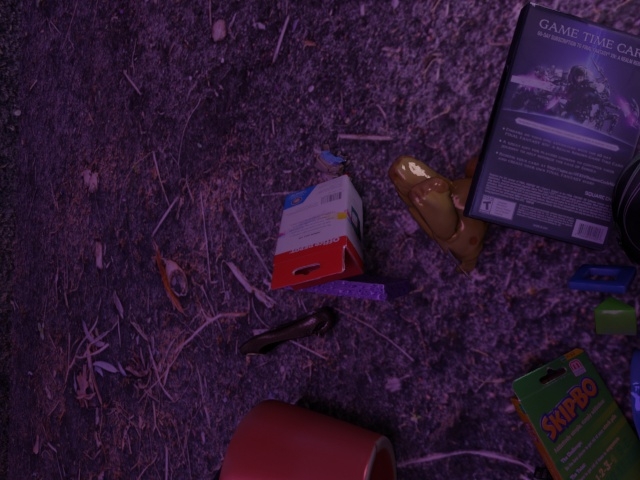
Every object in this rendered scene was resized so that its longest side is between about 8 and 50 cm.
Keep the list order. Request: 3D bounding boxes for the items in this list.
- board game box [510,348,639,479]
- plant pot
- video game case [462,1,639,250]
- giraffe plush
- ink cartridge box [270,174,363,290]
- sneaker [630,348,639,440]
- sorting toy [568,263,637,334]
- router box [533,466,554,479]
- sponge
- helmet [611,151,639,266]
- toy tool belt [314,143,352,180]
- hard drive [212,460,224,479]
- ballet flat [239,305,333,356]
[{"bbox_3d":[0.367,0.289,0.543,0.124,0.039,0.259,-23,78,-9],"label":"board game box"},{"bbox_3d":[-0.005,0.441,0.725,0.244,0.275,0.274,-5,89,24],"label":"plant pot"},{"bbox_3d":[0.316,-0.140,0.526,0.196,0.026,0.273,14,94,-6],"label":"video game case"},{"bbox_3d":[0.230,-0.067,0.603,0.171,0.181,0.210,-36,60,8],"label":"giraffe plush"},{"bbox_3d":[0.000,0.000,0.708,0.134,0.078,0.230,-16,43,22],"label":"ink cartridge box"},{"bbox_3d":[0.441,0.250,0.484,0.091,0.082,0.231,-14,73,45],"label":"sneaker"},{"bbox_3d":[0.465,0.066,0.424,0.348,0.196,0.047,-6,107,35],"label":"sorting toy"},{"bbox_3d":[0.369,0.402,0.584,0.092,0.038,0.122,-10,85,33],"label":"router box"},{"bbox_3d":[0.047,0.079,0.745,0.210,0.117,0.031,2,92,34],"label":"sponge"},{"bbox_3d":[0.430,-0.050,0.453,0.170,0.169,0.161,-1,108,34],"label":"helmet"},{"bbox_3d":[0.030,-0.151,0.788,0.083,0.052,0.051,34,118,28],"label":"toy tool belt"},{"bbox_3d":[-0.166,0.657,0.949,0.255,0.054,0.171,40,112,27],"label":"hard drive"},{"bbox_3d":[-0.075,0.207,0.859,0.250,0.084,0.058,-29,75,26],"label":"ballet flat"}]
